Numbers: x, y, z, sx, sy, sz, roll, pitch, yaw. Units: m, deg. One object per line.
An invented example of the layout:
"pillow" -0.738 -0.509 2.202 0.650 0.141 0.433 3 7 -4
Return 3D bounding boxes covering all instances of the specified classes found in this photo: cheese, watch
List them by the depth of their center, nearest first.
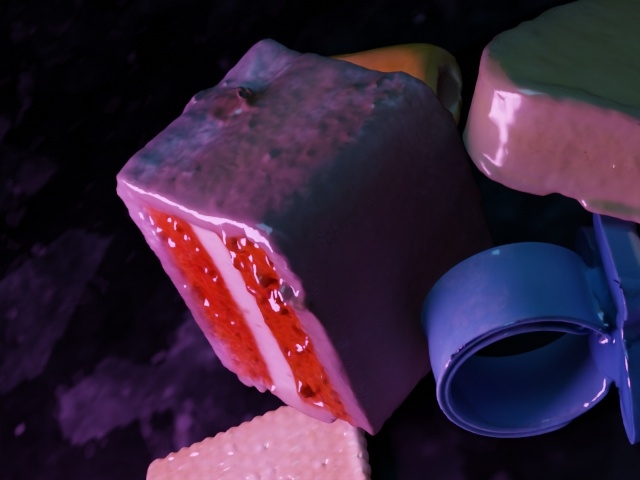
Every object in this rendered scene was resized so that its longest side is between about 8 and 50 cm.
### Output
"cheese" 0.350 -0.097 1.144 0.383 0.104 0.384 8 37 -6
"watch" 0.186 0.077 1.149 0.193 0.211 0.211 -12 48 4

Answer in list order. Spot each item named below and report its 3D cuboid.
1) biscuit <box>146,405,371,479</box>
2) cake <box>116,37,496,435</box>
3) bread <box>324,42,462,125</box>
"biscuit" -0.063 0.246 1.307 0.249 0.030 0.160 -25 46 17
"cake" 0.000 0.000 1.247 0.237 0.309 0.230 22 61 41
"bread" 0.016 -0.157 1.534 0.305 0.091 0.142 -5 59 33
